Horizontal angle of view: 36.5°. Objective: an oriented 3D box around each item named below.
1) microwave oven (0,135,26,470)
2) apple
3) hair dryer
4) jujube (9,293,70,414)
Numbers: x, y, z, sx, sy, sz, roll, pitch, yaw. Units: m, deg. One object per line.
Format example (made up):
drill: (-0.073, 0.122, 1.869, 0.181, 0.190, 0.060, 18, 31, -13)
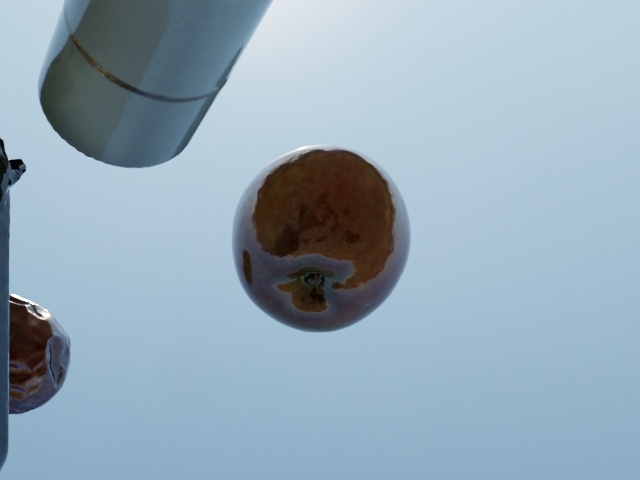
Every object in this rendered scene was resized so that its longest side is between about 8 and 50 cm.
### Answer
microwave oven: (-0.293, 0.061, 0.557, 0.219, 0.354, 0.286, -1, -172, -26)
apple: (0.000, 0.000, 1.004, 0.188, 0.188, 0.174, 16, -146, -3)
hair dryer: (-0.124, -0.238, 0.628, 0.108, 0.173, 0.357, 3, -124, -32)
jujube: (-0.399, 0.117, 1.095, 0.230, 0.155, 0.155, 8, -134, 11)
